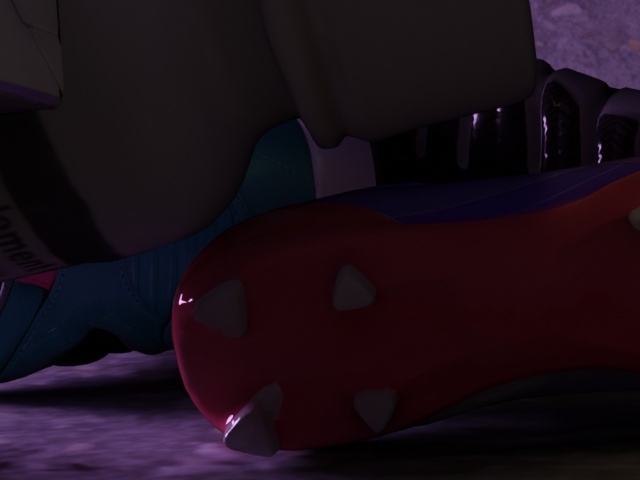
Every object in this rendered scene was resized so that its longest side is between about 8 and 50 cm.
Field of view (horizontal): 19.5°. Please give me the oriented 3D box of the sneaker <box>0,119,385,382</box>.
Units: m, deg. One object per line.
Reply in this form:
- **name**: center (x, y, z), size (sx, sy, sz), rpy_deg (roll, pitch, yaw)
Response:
- **sneaker**: center (-0.105, -0.006, 0.731), size (0.178, 0.124, 0.295), rpy_deg (1, 0, -19)

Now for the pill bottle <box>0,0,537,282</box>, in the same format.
- **pill bottle**: center (-0.136, -0.081, 0.505), size (0.361, 0.204, 0.204), rpy_deg (-13, 3, 4)

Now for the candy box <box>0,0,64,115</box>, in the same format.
- **candy box**: center (-0.166, -0.053, 0.297), size (0.196, 0.070, 0.165), rpy_deg (-5, -5, 20)

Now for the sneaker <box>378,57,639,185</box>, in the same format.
- **sneaker**: center (0.143, -0.002, 0.654), size (0.162, 0.106, 0.281), rpy_deg (4, 4, -45)

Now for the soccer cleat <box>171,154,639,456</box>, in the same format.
- **soccer cleat**: center (0.080, 0.008, 0.513), size (0.248, 0.083, 0.095), rpy_deg (-8, 18, 8)
